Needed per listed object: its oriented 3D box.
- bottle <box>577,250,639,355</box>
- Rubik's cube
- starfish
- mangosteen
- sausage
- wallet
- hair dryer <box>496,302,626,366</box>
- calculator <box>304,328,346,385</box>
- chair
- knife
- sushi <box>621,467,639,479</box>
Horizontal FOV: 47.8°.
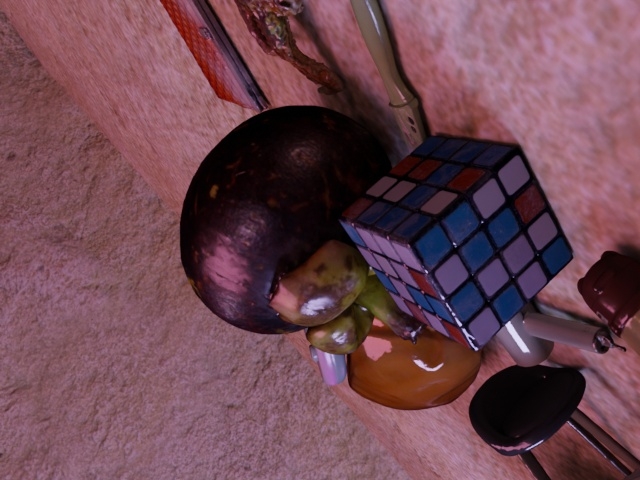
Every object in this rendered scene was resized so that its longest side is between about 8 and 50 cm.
[{"bbox_3d":[0.184,0.044,0.383,0.101,0.047,0.063,47,132,33],"label":"bottle"},{"bbox_3d":[0.085,-0.002,0.466,0.092,0.092,0.092,56,167,-25],"label":"Rubik's cube"},{"bbox_3d":[-0.040,-0.185,0.508,0.209,0.053,0.150,52,-179,-32],"label":"starfish"},{"bbox_3d":[0.000,0.000,0.573,0.217,0.192,0.192,32,164,15],"label":"mangosteen"},{"bbox_3d":[0.089,0.108,0.731,0.136,0.120,0.241,2,159,7],"label":"sausage"},{"bbox_3d":[-0.127,-0.219,0.738,0.103,0.020,0.196,34,160,51],"label":"wallet"},{"bbox_3d":[0.174,0.068,0.527,0.063,0.038,0.124,52,161,-21],"label":"hair dryer"},{"bbox_3d":[-0.021,0.006,0.767,0.185,0.042,0.298,97,159,-81],"label":"calculator"},{"bbox_3d":[0.227,0.186,0.571,0.221,0.104,0.095,44,142,5],"label":"chair"},{"bbox_3d":[0.053,-0.099,0.481,0.030,0.014,0.207,39,166,41],"label":"knife"},{"bbox_3d":[0.266,0.281,0.312,0.417,0.176,0.417,49,-170,-11],"label":"sushi"}]
